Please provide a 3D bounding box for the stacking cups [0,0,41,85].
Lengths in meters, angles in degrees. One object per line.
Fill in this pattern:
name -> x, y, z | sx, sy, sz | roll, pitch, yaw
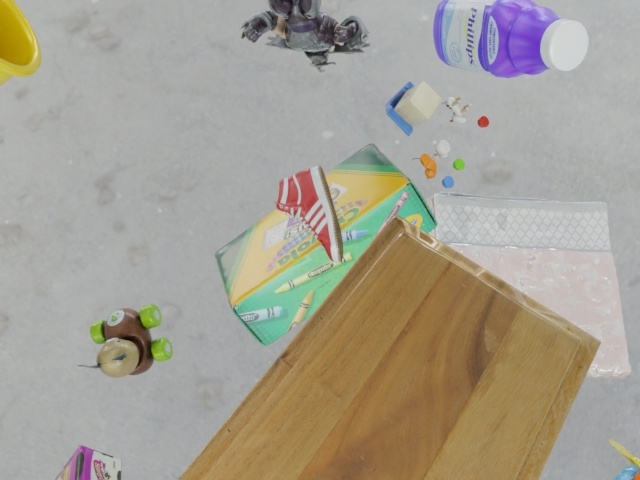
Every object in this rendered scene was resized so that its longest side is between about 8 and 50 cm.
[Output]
stacking cups -> -0.345, -0.073, 0.551 | 0.316, 0.096, 0.096 | -29, 52, 15

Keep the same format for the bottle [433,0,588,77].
bottle -> 0.273, -0.301, 1.176 | 0.092, 0.118, 0.283 | -13, 24, -21

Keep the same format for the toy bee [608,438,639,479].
toy bee -> 0.540, 0.415, 1.317 | 0.162, 0.298, 0.195 | -4, 58, -42

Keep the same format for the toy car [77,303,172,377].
toy car -> -0.427, 0.227, 1.671 | 0.155, 0.188, 0.149 | -18, 92, 14

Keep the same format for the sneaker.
sneaker -> -0.015, -0.025, 0.957 | 0.067, 0.042, 0.119 | -15, 91, 8

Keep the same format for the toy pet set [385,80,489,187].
toy pet set -> 0.135, -0.138, 1.012 | 0.114, 0.065, 0.122 | 42, 63, -15

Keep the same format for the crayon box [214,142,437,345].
crayon box -> 0.000, 0.000, 1.071 | 0.278, 0.081, 0.165 | -35, 28, 2

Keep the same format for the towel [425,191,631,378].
towel -> 0.340, 0.070, 1.338 | 0.331, 0.053, 0.317 | 4, 66, -2

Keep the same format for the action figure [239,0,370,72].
action figure -> -0.033, -0.318, 1.092 | 0.185, 0.285, 0.099 | -1, 66, 15

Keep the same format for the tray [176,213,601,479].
tray -> 0.034, 0.167, 0.564 | 0.202, 0.076, 0.411 | 33, 50, 11

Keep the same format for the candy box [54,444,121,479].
candy box -> -0.355, 0.417, 1.067 | 0.233, 0.071, 0.159 | -52, 26, 16
